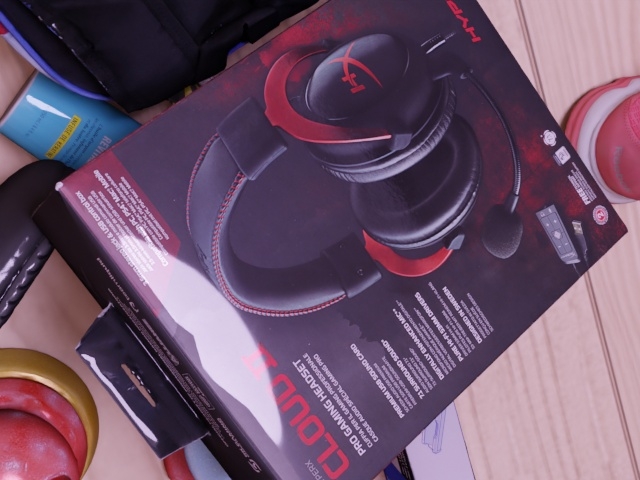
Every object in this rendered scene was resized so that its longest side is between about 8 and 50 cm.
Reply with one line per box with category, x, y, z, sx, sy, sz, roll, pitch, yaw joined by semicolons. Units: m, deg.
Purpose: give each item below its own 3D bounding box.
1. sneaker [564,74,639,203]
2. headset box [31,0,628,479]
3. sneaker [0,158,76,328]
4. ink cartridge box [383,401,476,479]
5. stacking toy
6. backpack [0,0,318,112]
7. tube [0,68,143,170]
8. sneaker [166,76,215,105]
sneaker;0.344;-0.102;0.701;0.313;0.136;0.116;-27;107;-9
headset box;0.000;0.000;0.543;0.293;0.110;0.218;-38;98;-22
sneaker;-0.290;0.047;0.560;0.330;0.122;0.146;-43;106;-2
ink cartridge box;0.070;0.146;0.692;0.046;0.097;0.207;-20;105;-11
stacking toy;-0.097;0.199;0.639;0.309;0.130;0.280;-13;103;-12
backpack;-0.105;-0.211;0.504;0.276;0.213;0.263;-27;145;-5
tube;-0.112;-0.037;0.636;0.207;0.052;0.080;34;112;-23
sneaker;-0.084;-0.098;0.642;0.035;0.031;0.083;-35;104;7
